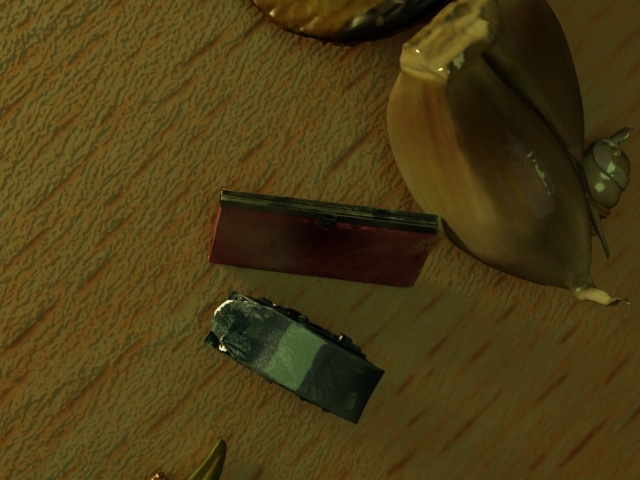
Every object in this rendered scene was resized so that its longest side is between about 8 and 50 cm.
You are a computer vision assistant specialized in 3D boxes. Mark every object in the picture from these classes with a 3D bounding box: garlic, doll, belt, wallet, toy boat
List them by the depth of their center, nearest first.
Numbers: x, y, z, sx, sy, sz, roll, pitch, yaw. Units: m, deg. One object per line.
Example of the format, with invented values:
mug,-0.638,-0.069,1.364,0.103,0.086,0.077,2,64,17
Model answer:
garlic,0.220,-0.104,1.651,0.231,0.246,0.340,-40,97,-23
belt,-0.028,0.118,1.655,0.190,0.141,0.082,29,86,-5
wallet,0.000,0.000,1.679,0.232,0.119,0.025,7,54,-8
toy boat,-0.162,0.279,1.681,0.172,0.065,0.066,-39,77,-8
doll,0.300,-0.075,1.737,0.084,0.073,0.127,24,91,14

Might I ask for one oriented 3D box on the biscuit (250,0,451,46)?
biscuit,0.032,-0.363,1.642,0.318,0.040,0.318,1,94,19
